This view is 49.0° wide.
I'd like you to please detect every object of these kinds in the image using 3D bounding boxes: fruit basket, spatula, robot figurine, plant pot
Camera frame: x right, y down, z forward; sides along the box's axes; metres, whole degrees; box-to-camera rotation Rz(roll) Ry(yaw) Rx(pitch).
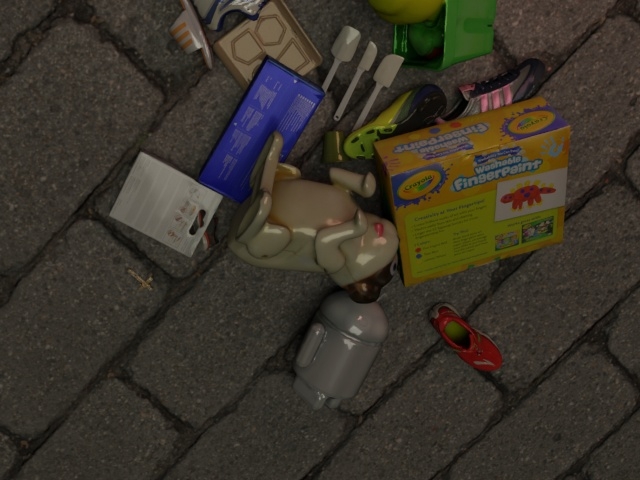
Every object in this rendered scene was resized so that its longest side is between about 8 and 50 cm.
[{"bbox_3d":[0.220,-0.576,1.602,0.391,0.283,0.393,-7,109,-22],"label":"fruit basket"},{"bbox_3d":[0.079,-0.388,1.729,0.168,0.019,0.242,28,128,-4],"label":"spatula"},{"bbox_3d":[0.055,0.282,1.893,0.299,0.199,0.354,10,110,-53],"label":"robot figurine"},{"bbox_3d":[0.038,-0.240,1.798,0.083,0.083,0.079,-4,95,-7],"label":"plant pot"}]

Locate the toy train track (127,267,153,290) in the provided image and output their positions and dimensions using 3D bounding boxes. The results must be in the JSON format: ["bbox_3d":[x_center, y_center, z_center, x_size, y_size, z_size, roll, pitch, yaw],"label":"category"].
[{"bbox_3d":[-0.477,0.105,1.859,0.048,0.014,0.083,-44,108,6],"label":"toy train track"}]

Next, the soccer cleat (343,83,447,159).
[{"bbox_3d":[0.183,-0.299,1.776,0.289,0.121,0.093,-31,124,2],"label":"soccer cleat"}]

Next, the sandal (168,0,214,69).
[{"bbox_3d":[-0.325,-0.519,1.647,0.076,0.102,0.266,-23,101,1],"label":"sandal"}]

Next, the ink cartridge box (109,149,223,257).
[{"bbox_3d":[-0.389,-0.092,1.776,0.232,0.066,0.189,27,101,-12],"label":"ink cartridge box"}]

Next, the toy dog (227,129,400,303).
[{"bbox_3d":[0.000,0.000,1.686,0.407,0.285,0.395,21,128,-15],"label":"toy dog"}]

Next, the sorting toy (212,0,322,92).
[{"bbox_3d":[-0.129,-0.459,1.724,0.208,0.038,0.193,-35,109,8],"label":"sorting toy"}]

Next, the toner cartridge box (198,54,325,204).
[{"bbox_3d":[-0.149,-0.262,1.738,0.165,0.075,0.348,28,108,-18],"label":"toner cartridge box"}]

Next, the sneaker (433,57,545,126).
[{"bbox_3d":[0.424,-0.370,1.789,0.319,0.112,0.131,-44,111,5],"label":"sneaker"}]

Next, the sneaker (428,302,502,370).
[{"bbox_3d":[0.415,0.295,1.993,0.279,0.118,0.107,38,99,-17],"label":"sneaker"}]

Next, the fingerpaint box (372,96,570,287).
[{"bbox_3d":[0.381,-0.119,1.781,0.444,0.163,0.371,-16,130,-3],"label":"fingerpaint box"}]

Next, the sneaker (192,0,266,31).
[{"bbox_3d":[-0.149,-0.586,1.638,0.296,0.112,0.131,-21,103,9],"label":"sneaker"}]

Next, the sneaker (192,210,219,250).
[{"bbox_3d":[-0.301,-0.056,1.822,0.064,0.061,0.158,-18,105,-36],"label":"sneaker"}]
